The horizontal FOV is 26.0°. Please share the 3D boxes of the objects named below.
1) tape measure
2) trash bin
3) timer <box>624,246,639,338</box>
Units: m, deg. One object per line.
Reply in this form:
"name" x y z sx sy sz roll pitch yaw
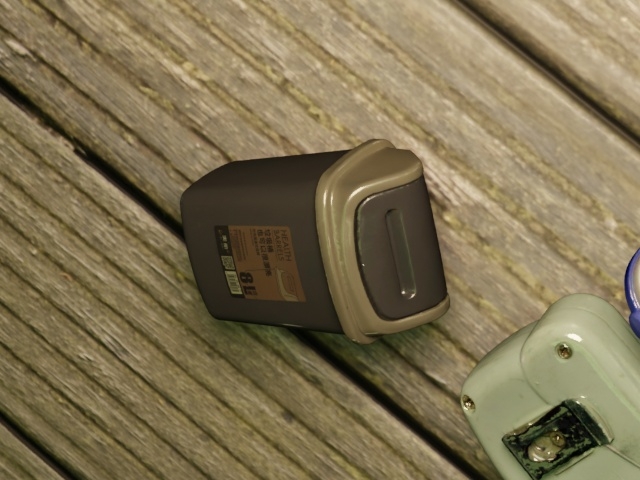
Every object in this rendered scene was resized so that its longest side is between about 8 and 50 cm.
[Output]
"tape measure" 0.293 0.200 1.532 0.243 0.125 0.246 49 125 0
"trash bin" 0.000 0.000 1.564 0.290 0.182 0.209 1 115 34
"timer" 0.451 0.144 1.370 0.383 0.270 0.270 51 127 14
